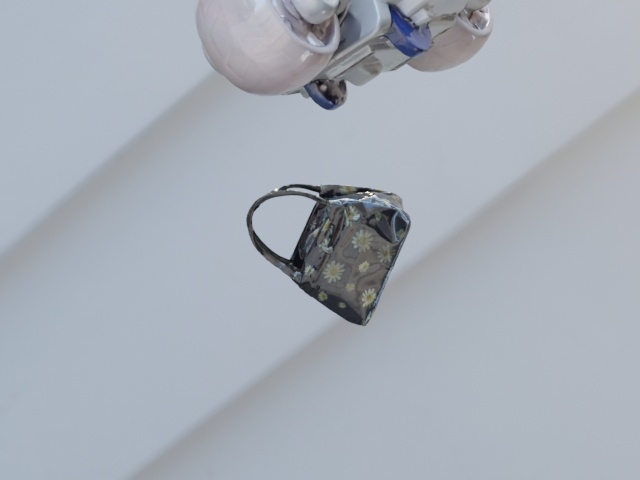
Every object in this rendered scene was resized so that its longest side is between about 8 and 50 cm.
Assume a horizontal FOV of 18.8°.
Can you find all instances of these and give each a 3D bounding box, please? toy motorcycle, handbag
[{"bbox_3d":[0.014,-0.133,1.031,0.112,0.112,0.254,56,29,10],"label":"toy motorcycle"},{"bbox_3d":[0.000,0.000,1.692,0.139,0.115,0.072,19,17,-17],"label":"handbag"}]
